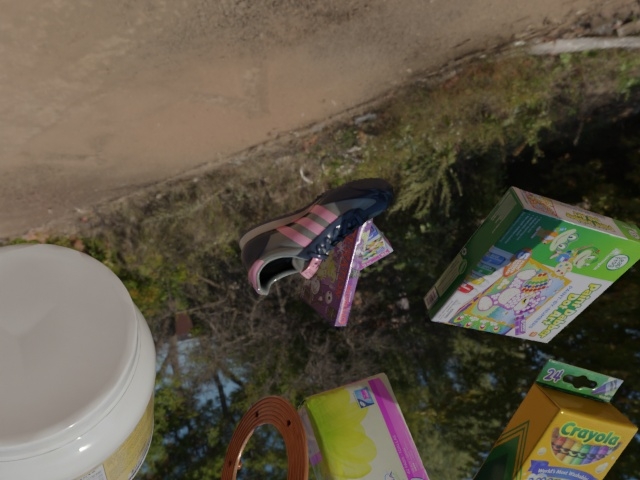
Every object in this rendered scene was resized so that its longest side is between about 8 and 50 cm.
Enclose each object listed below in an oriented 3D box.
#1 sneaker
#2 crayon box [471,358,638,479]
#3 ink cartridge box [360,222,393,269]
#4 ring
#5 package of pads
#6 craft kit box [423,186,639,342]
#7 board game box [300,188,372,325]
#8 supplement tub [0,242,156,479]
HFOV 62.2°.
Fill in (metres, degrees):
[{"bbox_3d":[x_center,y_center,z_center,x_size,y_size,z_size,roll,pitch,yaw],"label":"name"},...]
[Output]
[{"bbox_3d":[0.000,0.000,0.975,0.319,0.131,0.112,-26,146,18],"label":"sneaker"},{"bbox_3d":[0.441,0.395,0.996,0.203,0.323,0.083,18,-164,-21],"label":"crayon box"},{"bbox_3d":[0.118,0.022,1.750,0.185,0.065,0.311,-31,154,10],"label":"ink cartridge box"},{"bbox_3d":[-0.121,0.504,1.129,0.032,0.337,0.336,22,156,-30],"label":"ring"},{"bbox_3d":[0.091,0.470,1.181,0.229,0.297,0.101,-11,152,-24],"label":"package of pads"},{"bbox_3d":[0.331,0.053,0.835,0.246,0.061,0.250,11,130,-22],"label":"craft kit box"},{"bbox_3d":[0.042,0.044,1.515,0.056,0.347,0.208,4,-165,-37],"label":"board game box"},{"bbox_3d":[-0.316,0.178,0.613,0.241,0.241,0.331,-10,149,-24],"label":"supplement tub"}]
